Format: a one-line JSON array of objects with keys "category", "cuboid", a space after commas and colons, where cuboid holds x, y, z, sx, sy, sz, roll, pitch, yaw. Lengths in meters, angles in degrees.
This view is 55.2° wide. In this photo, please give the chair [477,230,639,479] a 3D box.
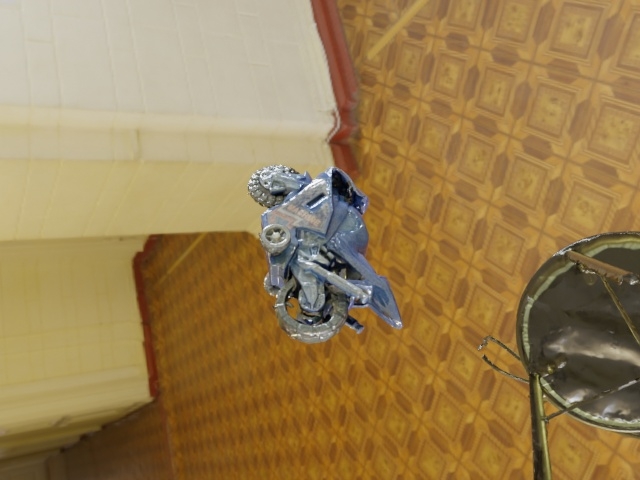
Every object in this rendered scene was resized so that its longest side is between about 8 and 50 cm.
[{"category": "chair", "cuboid": [0.209, 0.077, 0.430, 0.160, 0.326, 0.170, 16, 101, 11]}]

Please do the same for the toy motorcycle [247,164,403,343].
[{"category": "toy motorcycle", "cuboid": [0.000, 0.000, 0.557, 0.076, 0.114, 0.205, 93, 165, -51]}]
